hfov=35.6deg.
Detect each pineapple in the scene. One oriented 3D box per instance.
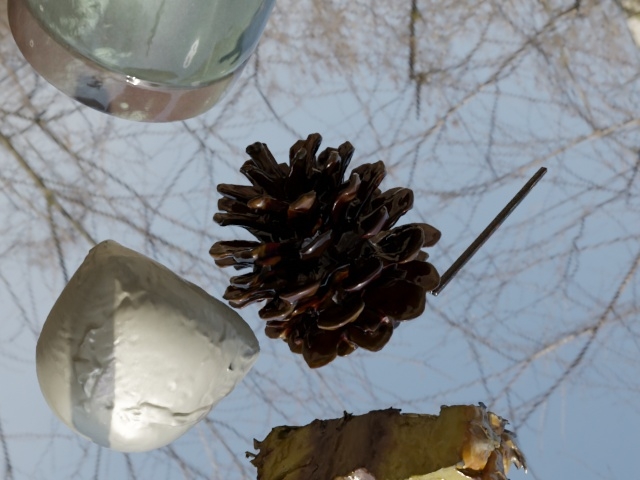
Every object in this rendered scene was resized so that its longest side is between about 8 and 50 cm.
[{"bbox_3d":[0.059,0.179,0.715,0.233,0.135,0.079,-18,-129,42],"label":"pineapple"}]

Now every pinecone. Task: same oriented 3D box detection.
[{"bbox_3d":[-0.010,0.003,1.105,0.264,0.264,0.264,-27,-153,15],"label":"pinecone"}]

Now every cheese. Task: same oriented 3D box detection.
[{"bbox_3d":[-0.183,0.110,0.972,0.189,0.198,0.154,-52,-153,5],"label":"cheese"}]

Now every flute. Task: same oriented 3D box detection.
[{"bbox_3d":[0.211,-0.015,1.232,0.014,0.014,0.269,0,-144,49],"label":"flute"}]

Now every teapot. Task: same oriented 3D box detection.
[{"bbox_3d":[-0.150,-0.315,0.864,0.233,0.315,0.312,-33,167,-42],"label":"teapot"}]
